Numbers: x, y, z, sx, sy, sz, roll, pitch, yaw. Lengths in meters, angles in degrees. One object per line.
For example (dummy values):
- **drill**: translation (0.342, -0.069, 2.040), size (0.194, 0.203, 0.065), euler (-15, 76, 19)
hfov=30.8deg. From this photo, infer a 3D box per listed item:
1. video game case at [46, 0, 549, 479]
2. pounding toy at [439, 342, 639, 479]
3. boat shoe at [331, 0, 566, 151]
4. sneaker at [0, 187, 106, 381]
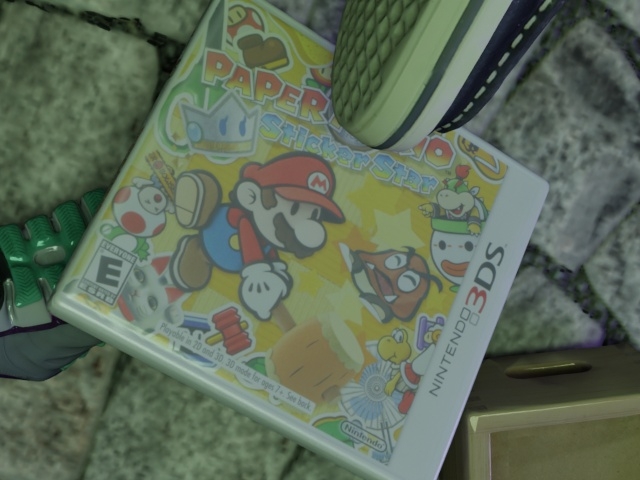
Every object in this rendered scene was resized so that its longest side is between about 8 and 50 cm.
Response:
- **video game case**: translation (0.000, 0.000, 0.631), size (0.227, 0.026, 0.206), euler (30, 69, -15)
- **pounding toy**: translation (0.170, 0.174, 0.715), size (0.181, 0.094, 0.206), euler (-6, 105, -7)
- **boat shoe**: translation (0.179, -0.242, 0.559), size (0.156, 0.187, 0.500), euler (32, 95, -20)
- **sneaker**: translation (-0.130, 0.029, 0.656), size (0.224, 0.083, 0.098), euler (-10, 144, -18)
